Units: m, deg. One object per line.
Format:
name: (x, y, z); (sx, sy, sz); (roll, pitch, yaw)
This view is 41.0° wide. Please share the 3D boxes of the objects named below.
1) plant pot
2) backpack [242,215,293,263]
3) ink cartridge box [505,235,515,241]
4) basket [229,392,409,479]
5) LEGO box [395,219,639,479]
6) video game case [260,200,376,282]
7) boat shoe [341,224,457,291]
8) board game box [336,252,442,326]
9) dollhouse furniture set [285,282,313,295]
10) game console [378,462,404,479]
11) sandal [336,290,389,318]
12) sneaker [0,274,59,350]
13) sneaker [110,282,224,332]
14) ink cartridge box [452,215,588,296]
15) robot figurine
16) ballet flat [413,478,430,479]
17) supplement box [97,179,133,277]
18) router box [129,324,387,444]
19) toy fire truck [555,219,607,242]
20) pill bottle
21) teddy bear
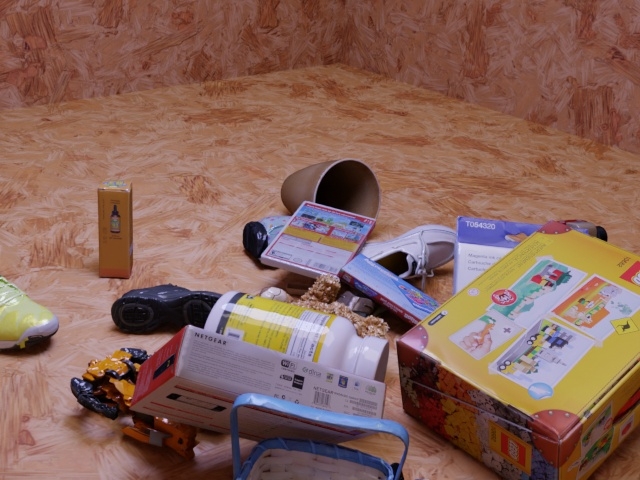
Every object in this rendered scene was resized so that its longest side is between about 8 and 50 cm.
plant pot: (0.005, -0.126, 2.455); (0.237, 0.237, 0.254); (-12, 15, -34)
backpack: (-0.101, -0.007, 2.265); (0.182, 0.115, 0.152); (-2, 23, -23)
ink cartridge box: (0.458, 0.076, 2.184); (0.128, 0.127, 0.176); (-7, 27, -27)
basket: (-0.015, 0.361, 1.258); (0.254, 0.289, 0.201); (12, 34, 7)
LEGO box: (0.451, 0.209, 1.649); (0.500, 0.193, 0.372); (-33, 43, -29)
video game case: (0.000, 0.000, 2.140); (0.204, 0.025, 0.285); (15, 36, 15)
boat shoe: (0.221, 0.056, 2.172); (0.367, 0.136, 0.156); (-8, 27, -21)
board game box: (0.182, 0.130, 2.002); (0.281, 0.027, 0.145); (33, 24, 11)
dollhouse furniture set: (-0.027, 0.105, 2.071); (0.114, 0.081, 0.091); (7, 24, 2)
game console: (0.121, 0.436, 1.396); (0.122, 0.107, 0.071); (-17, 5, -41)
sandal: (0.080, 0.152, 1.984); (0.120, 0.086, 0.303); (16, 27, 23)
sneaker: (-0.722, 0.117, 1.817); (0.384, 0.147, 0.145); (17, 25, 22)
sneaker: (-0.314, 0.142, 1.911); (0.286, 0.109, 0.130); (6, 18, -4)
ink cartridge box: (0.470, 0.098, 1.973); (0.324, 0.330, 0.071); (5, -20, 1)
robot figurine: (-0.320, 0.294, 1.590); (0.291, 0.085, 0.211); (19, 27, 26)
ballet flat: (0.195, 0.432, 1.453); (0.041, 0.041, 0.114); (-7, 27, -25)
supplement box: (-0.497, -0.028, 2.079); (0.078, 0.233, 0.080); (4, 25, -5)
router box: (-0.112, 0.254, 1.390); (0.335, 0.301, 0.082); (19, 64, -19)
toy fire truck: (0.618, 0.048, 2.207); (0.158, 0.217, 0.246); (-6, 12, -27)
pill bottle: (-0.046, 0.221, 1.637); (0.334, 0.188, 0.188); (13, 25, 14)
teddy bear: (-0.023, 0.179, 1.816); (0.245, 0.113, 0.338); (-43, 53, -11)
